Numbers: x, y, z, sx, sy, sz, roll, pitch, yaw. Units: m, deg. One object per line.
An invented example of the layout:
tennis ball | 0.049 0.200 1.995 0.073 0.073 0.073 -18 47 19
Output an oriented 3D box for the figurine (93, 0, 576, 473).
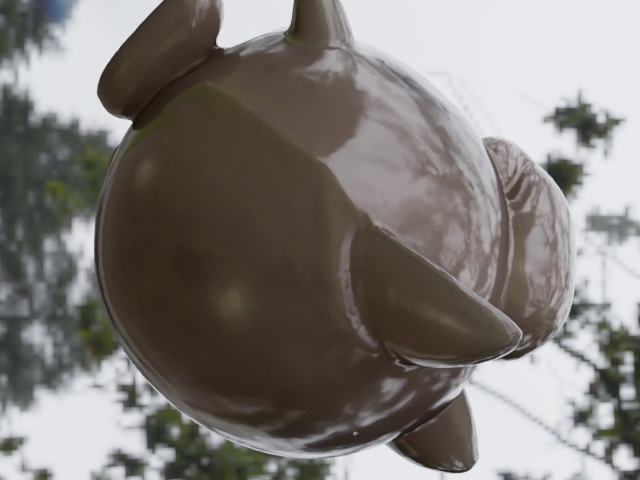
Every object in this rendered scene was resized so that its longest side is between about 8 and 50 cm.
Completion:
figurine | 0.000 0.000 0.497 0.138 0.125 0.125 41 -47 17
